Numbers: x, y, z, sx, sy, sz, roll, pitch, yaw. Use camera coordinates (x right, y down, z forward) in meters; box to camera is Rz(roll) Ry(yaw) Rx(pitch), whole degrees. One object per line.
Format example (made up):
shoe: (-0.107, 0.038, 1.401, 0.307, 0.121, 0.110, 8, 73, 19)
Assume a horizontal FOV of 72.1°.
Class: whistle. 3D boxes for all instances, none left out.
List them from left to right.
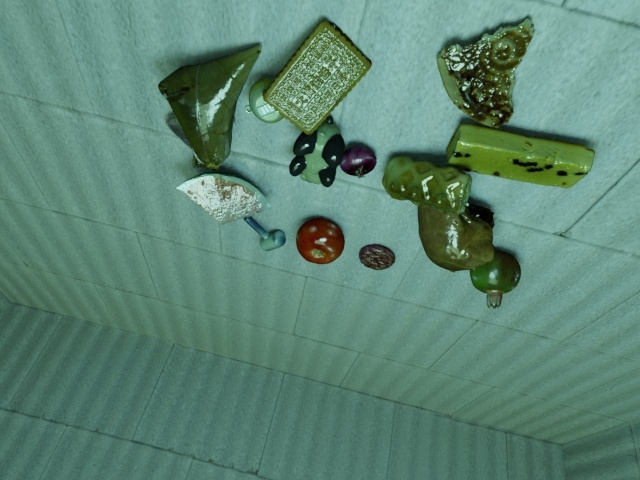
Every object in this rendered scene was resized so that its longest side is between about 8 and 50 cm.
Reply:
whistle: (-0.105, -0.398, 1.198, 0.223, 0.122, 0.122, -20, 135, 10)

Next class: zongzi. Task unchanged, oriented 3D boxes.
zongzi: (-0.254, -0.364, 1.221, 0.301, 0.145, 0.273, -12, 122, 14)

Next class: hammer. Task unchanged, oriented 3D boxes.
hammer: (-0.231, -0.037, 1.741, 0.116, 0.069, 0.194, -19, 128, 39)

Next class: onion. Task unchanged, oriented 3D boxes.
onion: (0.115, -0.231, 1.325, 0.115, 0.104, 0.115, -6, 154, -3)

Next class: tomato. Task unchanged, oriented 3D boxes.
tomato: (0.000, 0.000, 1.645, 0.196, 0.135, 0.195, 8, 141, 7)

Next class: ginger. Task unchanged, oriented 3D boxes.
ginger: (0.418, -0.018, 1.408, 0.270, 0.222, 0.200, 21, 165, -17)

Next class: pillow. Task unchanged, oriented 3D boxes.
pillow: (-0.370, -0.369, 1.358, 0.233, 0.038, 0.130, -20, 124, 32)

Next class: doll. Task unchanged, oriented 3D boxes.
doll: (-0.005, -0.249, 1.313, 0.144, 0.135, 0.234, 24, 144, 2)

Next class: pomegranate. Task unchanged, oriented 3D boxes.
pomegranate: (0.612, 0.137, 1.554, 0.180, 0.209, 0.180, 12, 160, 4)

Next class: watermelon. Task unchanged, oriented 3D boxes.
watermelon: (-0.349, -0.157, 1.528, 0.256, 0.175, 0.260, -13, 131, 33)

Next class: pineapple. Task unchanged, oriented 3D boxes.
pineapple: (-0.405, -0.267, 1.490, 0.114, 0.077, 0.114, -4, 138, 45)

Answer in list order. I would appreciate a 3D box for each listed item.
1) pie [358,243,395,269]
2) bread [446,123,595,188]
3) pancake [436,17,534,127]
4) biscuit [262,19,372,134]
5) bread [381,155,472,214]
pie: (0.224, 0.069, 1.745, 0.155, 0.036, 0.154, 10, 145, 7)
bread: (0.535, -0.223, 1.191, 0.362, 0.077, 0.138, 12, 161, 4)
pancake: (0.411, -0.409, 1.045, 0.266, 0.057, 0.244, 26, 134, -22)
biscuit: (-0.008, -0.405, 1.116, 0.172, 0.029, 0.254, 34, 116, -26)
bread: (0.304, -0.164, 1.282, 0.268, 0.130, 0.152, 21, 142, 31)
